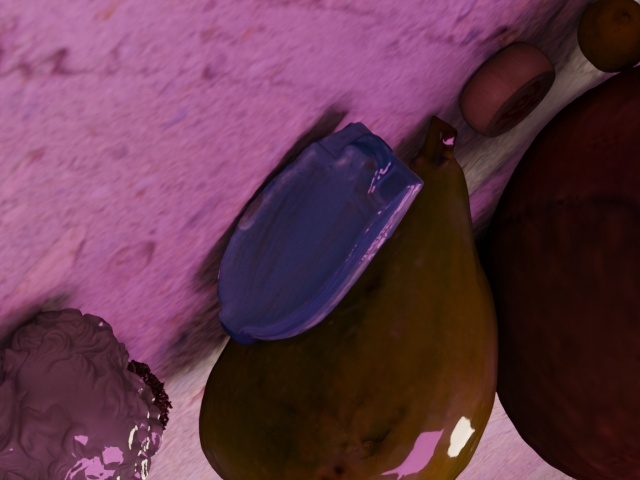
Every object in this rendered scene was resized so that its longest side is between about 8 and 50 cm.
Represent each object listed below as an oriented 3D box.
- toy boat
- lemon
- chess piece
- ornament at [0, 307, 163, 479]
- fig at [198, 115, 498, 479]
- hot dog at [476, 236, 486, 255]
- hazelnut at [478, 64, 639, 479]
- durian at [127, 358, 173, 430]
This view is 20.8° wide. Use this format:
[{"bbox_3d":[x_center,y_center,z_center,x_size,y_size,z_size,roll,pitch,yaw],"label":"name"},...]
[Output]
[{"bbox_3d":[0.000,0.000,1.279,0.215,0.088,0.102,-52,164,26],"label":"toy boat"},{"bbox_3d":[0.242,-0.169,1.435,0.062,0.062,0.083,-38,167,-12],"label":"lemon"},{"bbox_3d":[0.149,-0.121,1.392,0.084,0.038,0.083,-37,164,-12],"label":"chess piece"},{"bbox_3d":[-0.202,0.170,1.189,0.120,0.130,0.285,-10,147,-37],"label":"ornament"},{"bbox_3d":[0.039,0.086,1.370,0.233,0.233,0.314,-22,146,-48],"label":"fig"},{"bbox_3d":[0.295,0.002,1.776,0.387,0.174,0.267,-45,153,12],"label":"hot dog"},{"bbox_3d":[0.320,0.013,1.440,0.421,0.353,0.420,21,90,-83],"label":"hazelnut"},{"bbox_3d":[-0.154,0.123,1.284,0.091,0.080,0.080,0,161,4],"label":"durian"}]
